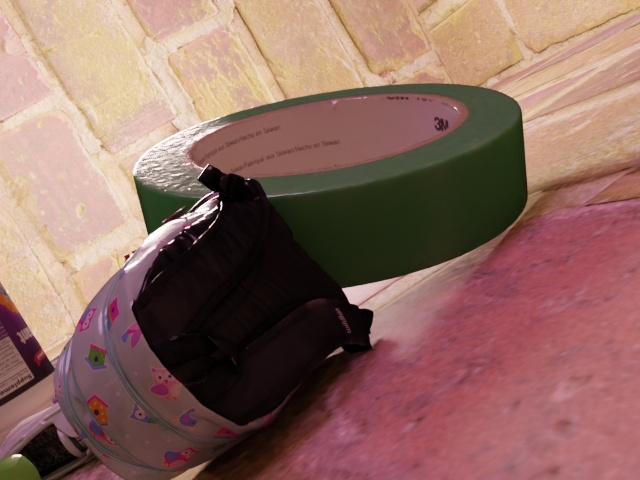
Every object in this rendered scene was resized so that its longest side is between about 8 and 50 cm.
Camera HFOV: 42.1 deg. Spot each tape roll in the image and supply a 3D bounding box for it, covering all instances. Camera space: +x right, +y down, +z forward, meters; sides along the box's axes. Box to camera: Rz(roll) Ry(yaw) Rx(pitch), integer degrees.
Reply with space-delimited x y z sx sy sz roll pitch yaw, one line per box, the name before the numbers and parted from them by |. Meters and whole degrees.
tape roll | 0.009 -0.058 0.703 0.321 0.077 0.321 -9 20 3

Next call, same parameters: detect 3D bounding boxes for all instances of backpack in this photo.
backpack | -0.063 0.056 0.487 0.115 0.152 0.182 -45 2 28

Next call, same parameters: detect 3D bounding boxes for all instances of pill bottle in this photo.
pill bottle | -0.333 0.132 0.839 0.108 0.193 0.108 -29 6 3

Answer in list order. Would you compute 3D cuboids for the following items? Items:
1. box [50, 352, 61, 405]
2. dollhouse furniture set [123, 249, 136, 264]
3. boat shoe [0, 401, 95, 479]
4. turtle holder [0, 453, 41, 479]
box | -0.299 0.161 1.108 0.201 0.057 0.293 -30 5 10
dollhouse furniture set | -0.117 0.034 0.913 0.129 0.129 0.184 -31 6 -2
boat shoe | -0.188 0.146 0.661 0.184 0.066 0.063 -27 20 13
turtle holder | -0.299 0.160 0.445 0.320 0.243 0.227 14 47 27
